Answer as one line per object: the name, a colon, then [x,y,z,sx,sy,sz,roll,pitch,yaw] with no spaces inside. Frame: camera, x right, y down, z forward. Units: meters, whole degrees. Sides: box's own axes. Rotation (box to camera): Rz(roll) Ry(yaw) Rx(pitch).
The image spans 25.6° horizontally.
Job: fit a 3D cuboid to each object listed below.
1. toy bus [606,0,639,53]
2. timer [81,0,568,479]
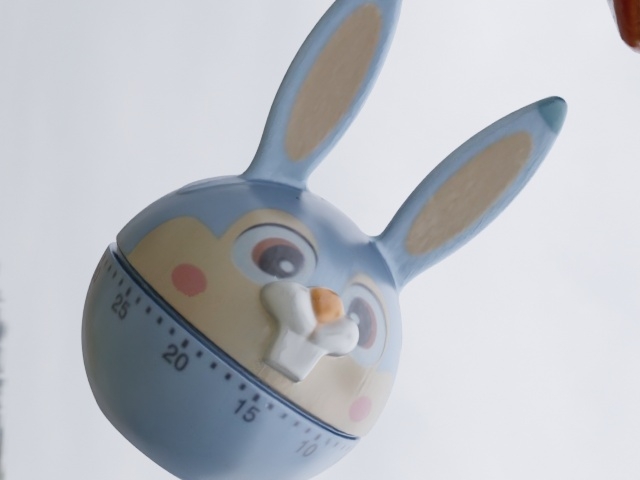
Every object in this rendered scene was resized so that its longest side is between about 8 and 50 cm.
toy bus: [0.202,-0.204,0.776,0.265,0.119,0.121,-85,165,-52]
timer: [-0.006,0.015,0.678,0.255,0.175,0.175,-44,-141,25]
